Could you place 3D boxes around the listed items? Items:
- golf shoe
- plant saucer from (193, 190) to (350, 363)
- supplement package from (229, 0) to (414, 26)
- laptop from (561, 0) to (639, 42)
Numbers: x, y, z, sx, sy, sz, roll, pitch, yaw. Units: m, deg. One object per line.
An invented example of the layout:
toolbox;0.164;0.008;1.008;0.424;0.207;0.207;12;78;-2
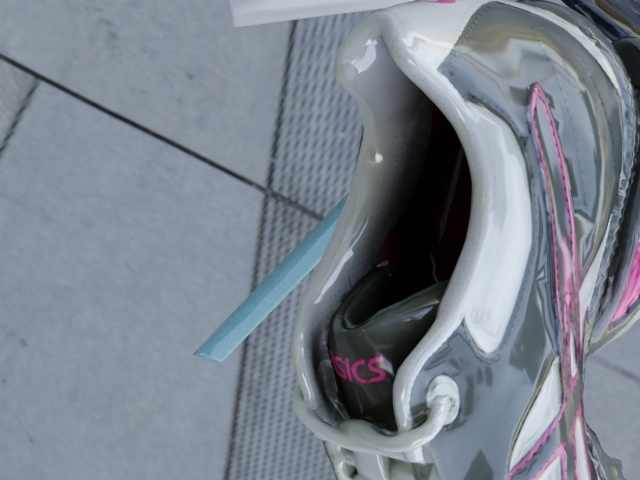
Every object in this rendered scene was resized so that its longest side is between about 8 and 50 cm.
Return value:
golf shoe;0.034;0.064;0.377;0.120;0.105;0.273;5;89;-47
plant saucer;0.000;0.000;0.748;0.018;0.067;0.192;45;88;0
supplement package;0.060;-0.259;0.752;0.262;0.145;0.204;-7;141;0
laptop;0.166;-0.044;0.658;0.264;0.234;0.136;34;116;-17
